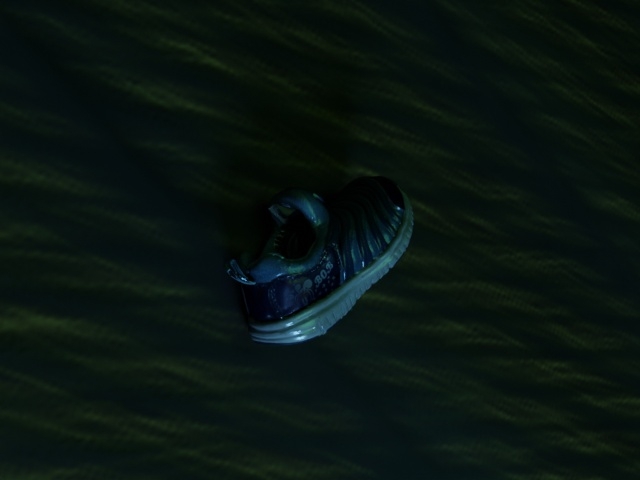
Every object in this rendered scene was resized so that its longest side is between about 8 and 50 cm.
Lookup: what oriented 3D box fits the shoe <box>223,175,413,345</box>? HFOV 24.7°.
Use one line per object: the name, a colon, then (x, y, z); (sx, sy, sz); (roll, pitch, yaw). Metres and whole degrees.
shoe: (0.000, 0.000, 1.253); (0.207, 0.091, 0.106); (-43, 118, -39)
